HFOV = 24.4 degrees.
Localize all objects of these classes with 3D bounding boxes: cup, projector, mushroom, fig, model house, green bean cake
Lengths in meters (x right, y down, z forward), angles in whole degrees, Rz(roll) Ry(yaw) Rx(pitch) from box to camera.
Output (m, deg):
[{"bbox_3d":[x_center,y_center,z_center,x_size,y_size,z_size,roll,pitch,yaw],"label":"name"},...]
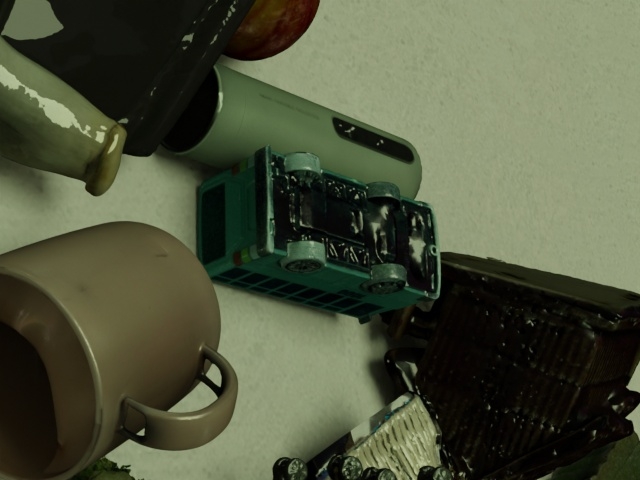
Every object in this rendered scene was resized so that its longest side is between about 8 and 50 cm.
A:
[{"bbox_3d":[-0.176,0.096,1.262,0.200,0.253,0.191,-27,133,-55],"label":"cup"},{"bbox_3d":[-0.030,-0.105,1.639,0.337,0.108,0.108,17,61,-46],"label":"projector"},{"bbox_3d":[-0.317,-0.162,1.310,0.351,0.109,0.097,43,18,-23],"label":"mushroom"},{"bbox_3d":[-0.060,-0.294,1.606,0.175,0.207,0.175,35,38,-34],"label":"fig"},{"bbox_3d":[0.231,0.177,1.794,0.317,0.297,0.282,0,106,-66],"label":"model house"},{"bbox_3d":[0.381,0.359,1.949,0.181,0.094,0.173,-40,105,-50],"label":"green bean cake"}]

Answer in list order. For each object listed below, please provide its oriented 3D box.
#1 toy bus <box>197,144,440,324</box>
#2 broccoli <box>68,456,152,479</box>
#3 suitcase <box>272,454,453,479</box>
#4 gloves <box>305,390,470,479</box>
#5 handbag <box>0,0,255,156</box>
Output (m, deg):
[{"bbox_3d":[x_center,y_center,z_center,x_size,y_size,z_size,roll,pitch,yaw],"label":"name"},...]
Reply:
[{"bbox_3d":[0.000,0.000,1.597,0.256,0.147,0.128,17,62,-41],"label":"toy bus"},{"bbox_3d":[-0.193,0.251,1.270,0.162,0.138,0.145,17,46,-2],"label":"broccoli"},{"bbox_3d":[0.038,0.363,1.391,0.128,0.202,0.312,5,84,-36],"label":"suitcase"},{"bbox_3d":[0.097,0.333,1.578,0.210,0.135,0.312,-40,107,-53],"label":"gloves"},{"bbox_3d":[-0.198,-0.230,1.448,0.223,0.080,0.247,37,81,-33],"label":"handbag"}]
